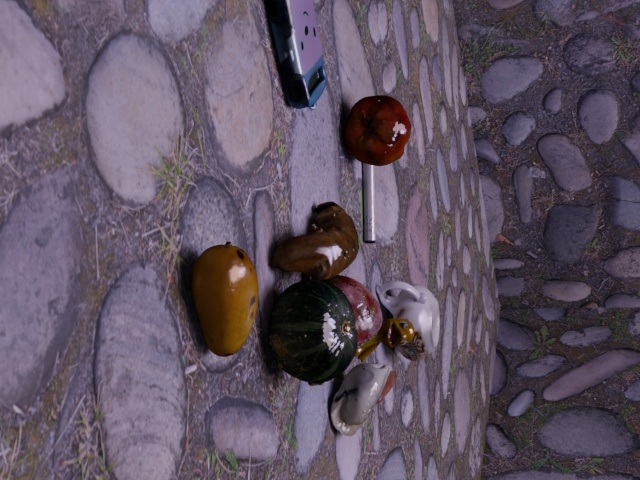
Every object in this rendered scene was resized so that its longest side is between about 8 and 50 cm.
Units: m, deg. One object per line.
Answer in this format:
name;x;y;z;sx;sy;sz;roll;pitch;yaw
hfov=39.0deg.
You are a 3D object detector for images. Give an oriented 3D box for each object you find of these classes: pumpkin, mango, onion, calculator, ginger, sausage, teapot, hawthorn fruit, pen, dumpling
pumpkin;-0.013;0.166;1.652;0.190;0.146;0.190;38;37;-38
mango;-0.142;0.087;1.376;0.115;0.090;0.178;-47;136;-48
onion;0.030;0.134;1.816;0.195;0.159;0.159;58;20;4
calculator;-0.044;-0.394;1.777;0.173;0.051;0.293;-63;146;-57
ginger;0.010;0.010;1.780;0.133;0.107;0.309;49;19;-4
sausage;0.155;0.373;2.284;0.186;0.043;0.043;-25;112;-69
teapot;0.241;0.211;2.416;0.204;0.139;0.298;-69;153;-45
hawthorn fruit;0.141;-0.254;2.140;0.179;0.173;0.173;62;31;-50
pen;0.123;-0.127;2.260;0.033;0.033;0.269;11;77;-71
dumpling;0.087;0.349;2.004;0.176;0.092;0.150;-60;158;-49

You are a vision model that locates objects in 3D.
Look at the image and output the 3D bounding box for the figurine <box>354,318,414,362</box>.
figurine;0.122;0.205;2.018;0.122;0.176;0.121;-51;139;-79
